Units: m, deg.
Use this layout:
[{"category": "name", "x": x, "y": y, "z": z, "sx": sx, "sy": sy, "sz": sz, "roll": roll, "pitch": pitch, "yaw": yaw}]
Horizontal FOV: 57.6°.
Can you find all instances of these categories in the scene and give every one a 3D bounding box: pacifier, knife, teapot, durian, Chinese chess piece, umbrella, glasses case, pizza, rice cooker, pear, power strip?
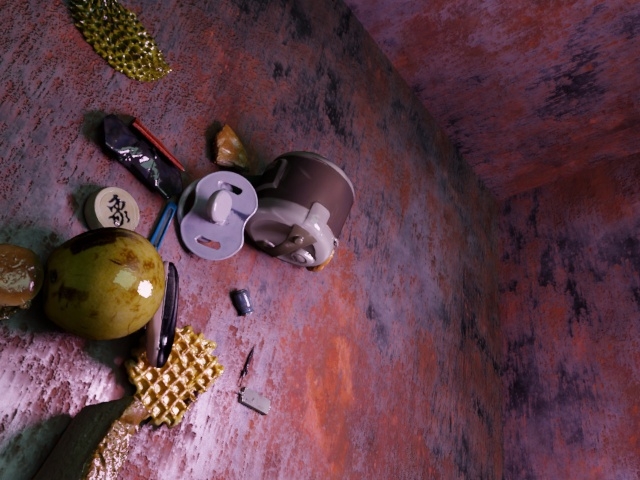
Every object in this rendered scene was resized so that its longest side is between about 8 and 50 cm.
[{"category": "pacifier", "x": -0.312, "y": -0.086, "z": 1.712, "sx": 0.227, "sy": 0.207, "sz": 0.279, "roll": 21, "pitch": 80, "yaw": -8}, {"category": "knife", "x": -0.469, "y": -0.001, "z": 1.653, "sx": 0.044, "sy": 0.026, "sz": 0.297, "roll": 33, "pitch": 49, "yaw": -24}, {"category": "teapot", "x": -0.244, "y": 0.197, "z": 1.843, "sx": 0.049, "sy": 0.063, "sz": 0.083, "roll": -20, "pitch": 93, "yaw": -23}, {"category": "durian", "x": -0.604, "y": -0.617, "z": 1.741, "sx": 0.355, "sy": 0.157, "sz": 0.169, "roll": 51, "pitch": 4, "yaw": -25}, {"category": "Chinese chess piece", "x": -0.553, "y": -0.073, "z": 1.549, "sx": 0.144, "sy": 0.058, "sz": 0.144, "roll": 27, "pitch": 54, "yaw": -44}, {"category": "umbrella", "x": -0.225, "y": 0.383, "z": 1.793, "sx": 0.022, "sy": 0.022, "sz": 0.149, "roll": 95, "pitch": 8, "yaw": -50}, {"category": "glasses case", "x": -0.410, "y": 0.186, "z": 1.509, "sx": 0.075, "sy": 0.122, "sz": 0.314, "roll": 8, "pitch": 42, "yaw": -16}, {"category": "pizza", "x": -0.312, "y": -0.294, "z": 1.970, "sx": 0.182, "sy": 0.062, "sz": 0.161, "roll": 55, "pitch": 33, "yaw": -9}, {"category": "rice cooker", "x": -0.079, "y": -0.093, "z": 1.920, "sx": 0.335, "sy": 0.335, "sz": 0.325, "roll": 44, "pitch": 56, "yaw": -31}, {"category": "pear", "x": -0.504, "y": 0.096, "z": 1.360, "sx": 0.283, "sy": 0.283, "sz": 0.284, "roll": 28, "pitch": 53, "yaw": -43}, {"category": "power strip", "x": -0.203, "y": 0.486, "z": 1.770, "sx": 0.136, "sy": 0.019, "sz": 0.051, "roll": 40, "pitch": 47, "yaw": -35}]

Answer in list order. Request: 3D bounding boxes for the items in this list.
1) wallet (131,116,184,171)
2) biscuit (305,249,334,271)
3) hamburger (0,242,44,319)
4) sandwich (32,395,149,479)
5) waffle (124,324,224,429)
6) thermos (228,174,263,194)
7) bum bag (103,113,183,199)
[{"category": "wallet", "x": -0.481, "y": -0.285, "z": 1.728, "sx": 0.196, "sy": 0.020, "sz": 0.103, "roll": 48, "pitch": 1, "yaw": -24}, {"category": "biscuit", "x": 0.000, "y": 0.000, "z": 2.123, "sx": 0.040, "sy": 0.204, "sz": 0.309, "roll": 22, "pitch": 43, "yaw": -19}, {"category": "hamburger", "x": -0.684, "y": 0.089, "z": 1.236, "sx": 0.159, "sy": 0.131, "sz": 0.185, "roll": 50, "pitch": 44, "yaw": -20}, {"category": "sandwich", "x": -0.497, "y": 0.456, "z": 1.218, "sx": 0.087, "sy": 0.226, "sz": 0.251, "roll": 49, "pitch": 39, "yaw": -23}, {"category": "waffle", "x": -0.388, "y": 0.362, "z": 1.552, "sx": 0.309, "sy": 0.065, "sz": 0.283, "roll": 19, "pitch": 57, "yaw": -42}, {"category": "thermos", "x": -0.264, "y": -0.194, "z": 1.977, "sx": 0.187, "sy": 0.073, "sz": 0.083, "roll": -6, "pitch": 80, "yaw": -54}, {"category": "bum bag", "x": -0.510, "y": -0.233, "z": 1.676, "sx": 0.310, "sy": 0.074, "sz": 0.137, "roll": 43, "pitch": 33, "yaw": -33}]
